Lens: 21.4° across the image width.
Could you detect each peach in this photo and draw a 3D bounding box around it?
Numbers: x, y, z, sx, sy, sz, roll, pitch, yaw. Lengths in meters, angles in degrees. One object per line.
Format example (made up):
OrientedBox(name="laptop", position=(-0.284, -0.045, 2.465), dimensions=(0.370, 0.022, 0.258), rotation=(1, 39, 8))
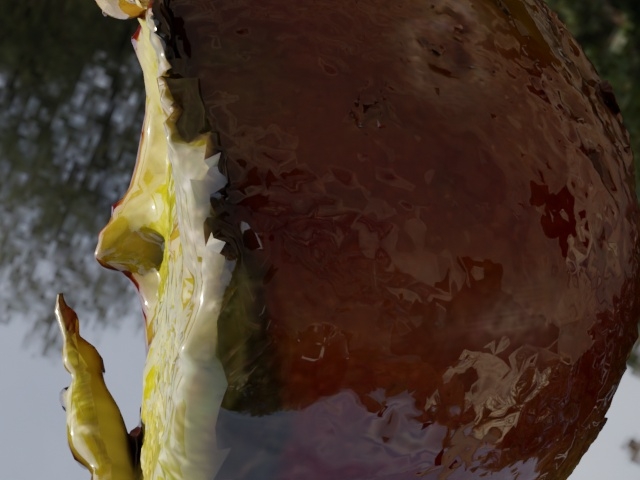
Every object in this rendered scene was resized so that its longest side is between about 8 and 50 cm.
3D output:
OrientedBox(name="peach", position=(0.000, 0.000, 0.915), dimensions=(0.353, 0.339, 0.416), rotation=(12, -152, 21))
